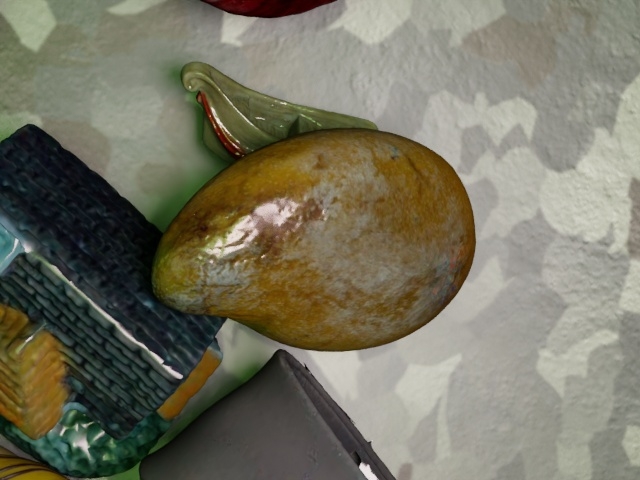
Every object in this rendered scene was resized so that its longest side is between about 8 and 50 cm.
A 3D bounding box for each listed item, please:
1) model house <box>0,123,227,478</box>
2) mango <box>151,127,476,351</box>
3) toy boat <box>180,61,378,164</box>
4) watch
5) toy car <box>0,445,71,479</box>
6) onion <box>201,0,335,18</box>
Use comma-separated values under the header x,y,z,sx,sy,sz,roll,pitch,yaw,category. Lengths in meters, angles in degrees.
x,y,z,sx,sy,sz,roll,pitch,yaw,category
-0.207,0.069,1.150,0.261,0.241,0.226,41,84,-6,model house
0.000,0.000,1.172,0.316,0.146,0.193,-1,115,-39,mango
-0.043,-0.097,1.238,0.185,0.089,0.071,18,125,-20,toy boat
0.009,0.266,1.170,0.314,0.335,0.327,-37,76,1,watch
-0.288,0.237,1.180,0.247,0.200,0.142,6,61,2,toy car
-0.016,-0.307,1.150,0.273,0.285,0.273,-17,121,-30,onion
